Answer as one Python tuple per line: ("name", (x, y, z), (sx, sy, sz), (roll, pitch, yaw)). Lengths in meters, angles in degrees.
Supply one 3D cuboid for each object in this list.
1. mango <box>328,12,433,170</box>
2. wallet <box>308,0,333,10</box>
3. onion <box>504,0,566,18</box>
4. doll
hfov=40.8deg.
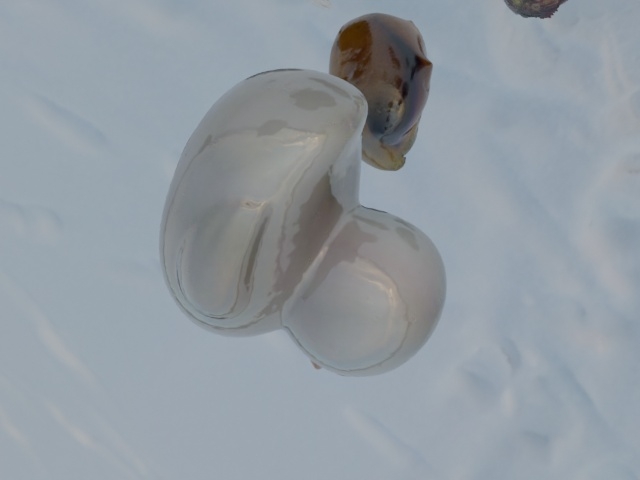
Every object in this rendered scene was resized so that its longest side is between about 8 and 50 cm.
("mango", (0.102, -0.266, 1.456), (0.201, 0.287, 0.153), (-31, 140, 28))
("wallet", (-0.064, -0.538, 1.824), (0.124, 0.183, 0.031), (42, 109, 37))
("onion", (0.478, -0.587, 1.863), (0.173, 0.198, 0.135), (13, 150, 48))
("doll", (0.000, 0.000, 0.656), (0.221, 0.221, 0.251), (25, 128, 21))
